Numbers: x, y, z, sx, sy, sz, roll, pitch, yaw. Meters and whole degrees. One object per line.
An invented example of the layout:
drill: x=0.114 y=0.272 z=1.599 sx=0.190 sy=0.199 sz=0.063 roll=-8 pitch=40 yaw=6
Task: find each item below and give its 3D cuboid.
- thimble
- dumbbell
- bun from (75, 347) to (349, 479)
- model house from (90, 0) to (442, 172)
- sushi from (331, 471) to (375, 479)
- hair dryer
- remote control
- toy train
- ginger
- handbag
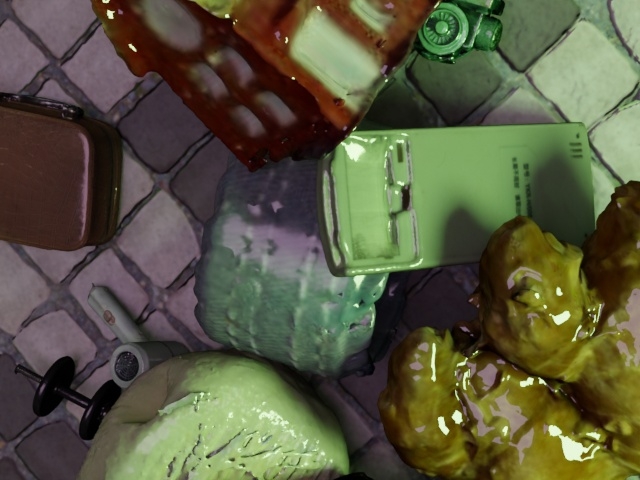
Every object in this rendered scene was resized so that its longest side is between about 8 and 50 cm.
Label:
thimble: x=0.000 y=0.000 z=1.181 sx=0.172 sy=0.205 sz=0.236 roll=15 pitch=72 yaw=9
dumbbell: x=-0.248 y=0.161 z=1.337 sx=0.147 sy=0.069 sz=0.069 roll=25 pitch=103 yaw=11
bun: x=-0.101 y=0.222 z=1.244 sx=0.273 sy=0.168 sz=0.273 roll=-6 pitch=113 yaw=-15
model house: x=-0.061 y=-0.206 z=1.030 sx=0.254 sy=0.196 sz=0.160 roll=41 pitch=152 yaw=-17
sushi: x=0.068 y=0.372 z=1.120 sx=0.294 sy=0.281 sz=0.299 roll=24 pitch=148 yaw=39
hair dryer: x=-0.197 y=0.093 z=1.315 sx=0.137 sy=0.082 sz=0.047 roll=47 pitch=108 yaw=23
remote control: x=0.119 y=-0.038 z=1.112 sx=0.038 sy=0.285 sz=0.123 roll=-2 pitch=94 yaw=57
toy train: x=0.076 y=-0.239 z=1.185 sx=0.200 sy=0.083 sz=0.132 roll=19 pitch=98 yaw=13
ginger: x=0.211 y=0.106 z=1.125 sx=0.274 sy=0.152 sz=0.357 roll=37 pitch=109 yaw=-15
handbag: x=-0.301 y=-0.073 z=1.325 sx=0.193 sy=0.072 sz=0.151 roll=10 pitch=100 yaw=17
